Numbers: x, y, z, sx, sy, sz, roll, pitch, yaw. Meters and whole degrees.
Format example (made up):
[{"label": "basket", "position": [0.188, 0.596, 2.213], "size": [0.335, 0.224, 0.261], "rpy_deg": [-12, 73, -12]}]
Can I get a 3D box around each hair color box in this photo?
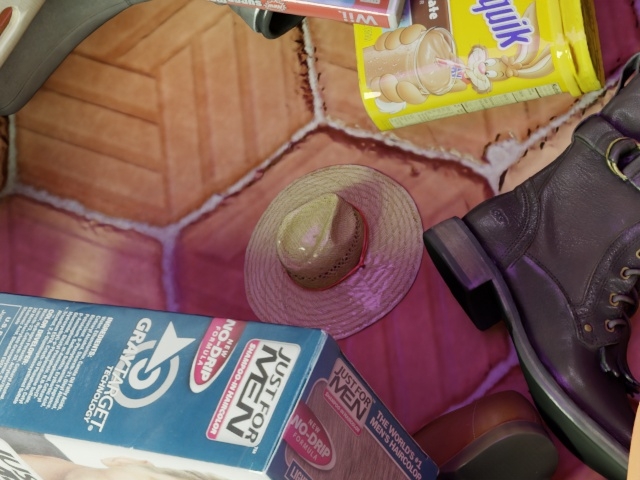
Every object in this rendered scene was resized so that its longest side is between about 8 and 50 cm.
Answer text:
[{"label": "hair color box", "position": [-0.117, 0.129, 1.303], "size": [0.347, 0.174, 0.105], "rpy_deg": [4, 58, 35]}]

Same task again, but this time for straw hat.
[{"label": "straw hat", "position": [0.000, 0.000, 1.429], "size": [0.144, 0.061, 0.144], "rpy_deg": [-7, 67, 17]}]

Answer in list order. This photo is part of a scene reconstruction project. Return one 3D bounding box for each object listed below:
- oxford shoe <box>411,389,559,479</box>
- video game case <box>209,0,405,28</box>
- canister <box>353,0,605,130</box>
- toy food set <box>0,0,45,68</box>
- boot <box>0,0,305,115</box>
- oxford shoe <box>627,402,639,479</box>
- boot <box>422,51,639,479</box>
[{"label": "oxford shoe", "position": [0.061, 0.173, 1.348], "size": [0.212, 0.076, 0.076], "rpy_deg": [-29, 33, 8]}, {"label": "video game case", "position": [-0.057, -0.270, 1.479], "size": [0.285, 0.025, 0.204], "rpy_deg": [10, 69, 13]}, {"label": "canister", "position": [0.114, -0.153, 1.445], "size": [0.170, 0.073, 0.126], "rpy_deg": [-12, 66, 16]}, {"label": "toy food set", "position": [-0.330, -0.178, 1.466], "size": [0.306, 0.092, 0.220], "rpy_deg": [25, 81, 44]}, {"label": "boot", "position": [-0.120, -0.209, 1.527], "size": [0.223, 0.118, 0.338], "rpy_deg": [31, 86, 21]}, {"label": "oxford shoe", "position": [0.295, 0.097, 1.237], "size": [0.133, 0.130, 0.363], "rpy_deg": [9, 73, 40]}, {"label": "boot", "position": [0.220, 0.016, 1.338], "size": [0.229, 0.091, 0.263], "rpy_deg": [-33, 70, -5]}]
